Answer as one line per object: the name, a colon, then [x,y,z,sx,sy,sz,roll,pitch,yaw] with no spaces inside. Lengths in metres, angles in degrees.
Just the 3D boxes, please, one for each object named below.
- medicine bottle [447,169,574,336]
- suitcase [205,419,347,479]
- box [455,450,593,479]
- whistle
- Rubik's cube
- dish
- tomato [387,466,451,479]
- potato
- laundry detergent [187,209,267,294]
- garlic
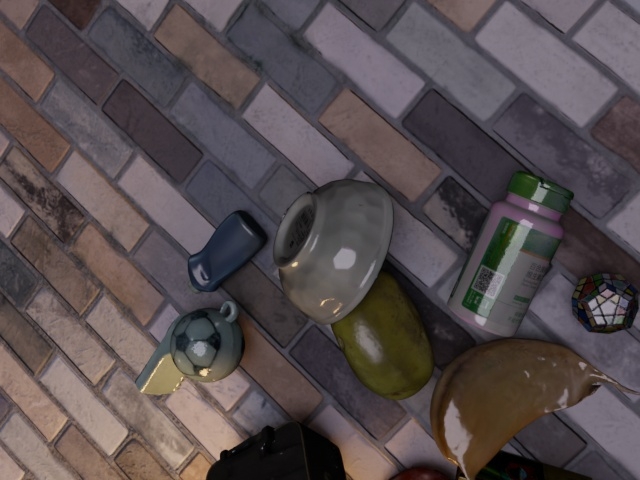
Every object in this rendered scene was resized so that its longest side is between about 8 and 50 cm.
medicine bottle: [0.334,0.020,1.092,0.134,0.133,0.274,24,101,14]
suitcase: [-0.064,0.558,1.137,0.283,0.194,0.433,-34,41,17]
box: [0.360,0.444,1.105,0.240,0.159,0.071,13,100,14]
whistle: [-0.248,0.239,1.278,0.163,0.163,0.289,37,105,11]
Rubik's cube: [0.488,0.108,1.073,0.111,0.093,0.111,1,93,17]
dish: [0.000,0.000,1.114,0.120,0.303,0.303,24,104,-26]
tomato: [0.183,0.549,1.171,0.228,0.101,0.227,7,104,30]
potato: [0.109,0.168,1.146,0.228,0.197,0.149,51,138,-9]
laundry detergent: [-0.207,0.036,1.296,0.096,0.061,0.206,45,106,0]
garlic: [0.346,0.267,1.096,0.339,0.151,0.196,-27,59,-2]
